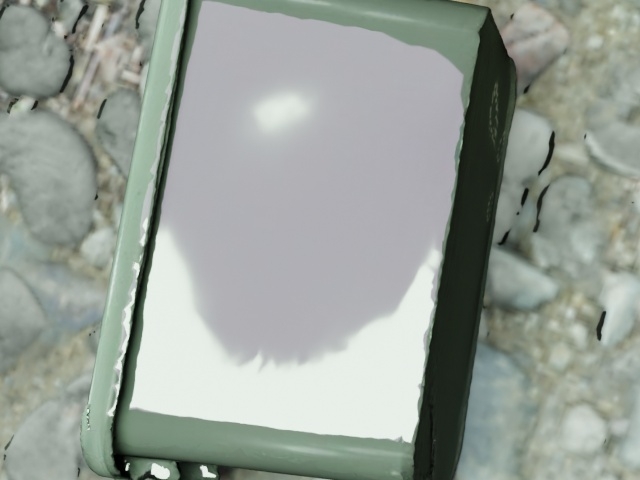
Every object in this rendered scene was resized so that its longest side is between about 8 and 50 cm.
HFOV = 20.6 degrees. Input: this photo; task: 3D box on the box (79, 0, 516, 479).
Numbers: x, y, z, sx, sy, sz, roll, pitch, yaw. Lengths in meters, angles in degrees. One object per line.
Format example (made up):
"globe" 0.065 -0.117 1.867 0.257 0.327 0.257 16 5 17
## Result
"box" 0.000 0.000 0.752 0.135 0.163 0.243 9 83 13
